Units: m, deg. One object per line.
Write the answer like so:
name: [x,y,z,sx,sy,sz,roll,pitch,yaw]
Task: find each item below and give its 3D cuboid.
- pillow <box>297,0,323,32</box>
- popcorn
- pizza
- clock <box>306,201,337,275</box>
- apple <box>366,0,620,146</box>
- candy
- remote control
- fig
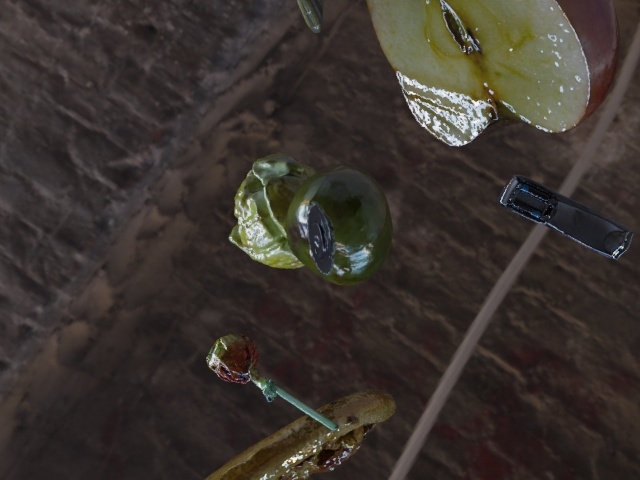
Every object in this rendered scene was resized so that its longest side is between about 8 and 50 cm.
pillow: [-0.018,-0.472,1.512,0.038,0.203,0.113,-3,158,15]
popcorn: [-0.050,-0.065,1.861,0.276,0.276,0.225,35,142,-5]
pizza: [-0.037,0.369,1.543,0.409,0.278,0.114,-17,-111,-39]
clock: [0.000,0.000,0.944,0.074,0.010,0.083,-122,27,-43]
apple: [0.224,-0.306,1.228,0.365,0.328,0.295,57,-160,-14]
candy: [-0.054,0.167,1.010,0.201,0.060,0.060,28,174,36]
remote control: [0.373,-0.035,1.332,0.212,0.059,0.028,24,-165,-4]
fig: [0.046,-0.043,1.559,0.203,0.225,0.203,21,143,17]
